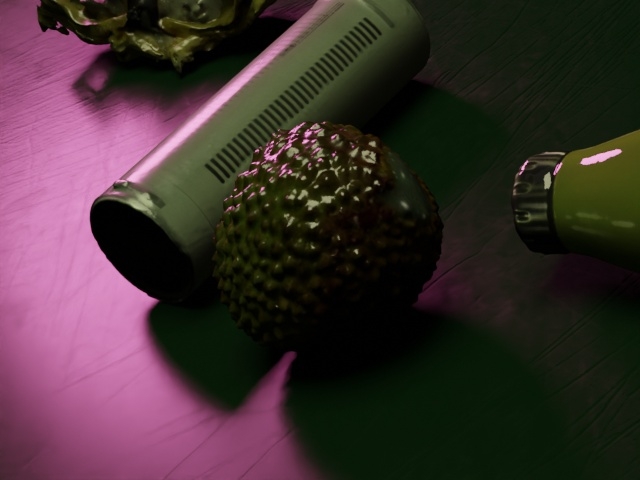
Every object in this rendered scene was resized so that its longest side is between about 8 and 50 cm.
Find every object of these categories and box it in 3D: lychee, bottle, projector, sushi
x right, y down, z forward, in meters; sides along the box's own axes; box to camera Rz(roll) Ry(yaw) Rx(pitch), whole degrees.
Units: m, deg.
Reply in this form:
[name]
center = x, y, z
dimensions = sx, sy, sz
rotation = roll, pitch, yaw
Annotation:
[lychee]
center = 0.000, 0.000, 1.252
dimensions = 0.171, 0.171, 0.171
rotation = -16, 31, 10
[bottle]
center = 0.252, -0.025, 1.168
dimensions = 0.260, 0.112, 0.112
rotation = 0, 37, 33
[projector]
center = -0.042, -0.090, 1.461
dimensions = 0.108, 0.108, 0.337
rotation = 8, 42, 41
[sushi]
center = -0.164, -0.246, 1.771
dimensions = 0.291, 0.131, 0.139
rotation = 8, 39, 28
